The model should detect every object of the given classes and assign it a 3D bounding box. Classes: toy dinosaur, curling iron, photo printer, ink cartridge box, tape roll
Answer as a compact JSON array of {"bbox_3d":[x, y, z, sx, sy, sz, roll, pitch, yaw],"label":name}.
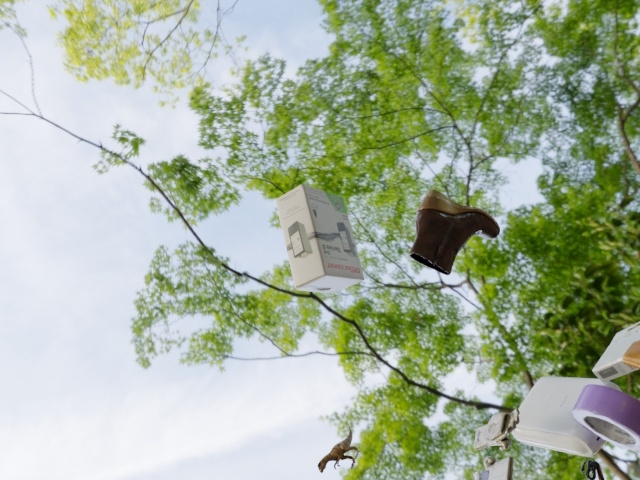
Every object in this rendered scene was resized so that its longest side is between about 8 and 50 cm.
[{"bbox_3d":[0.076,0.671,1.647,0.212,0.112,0.064,-28,-47,-46],"label":"toy dinosaur"},{"bbox_3d":[0.946,0.875,1.703,0.068,0.273,0.035,-17,-31,12],"label":"curling iron"},{"bbox_3d":[0.790,0.550,1.617,0.256,0.308,0.107,-42,-82,-26],"label":"photo printer"},{"bbox_3d":[0.959,0.324,1.554,0.233,0.189,0.066,-25,-109,-37],"label":"ink cartridge box"},{"bbox_3d":[0.768,0.463,1.328,0.189,0.189,0.080,45,-112,-22],"label":"tape roll"},{"bbox_3d":[0.000,0.000,1.443,0.199,0.115,0.272,11,-122,-52],"label":"ink cartridge box"}]

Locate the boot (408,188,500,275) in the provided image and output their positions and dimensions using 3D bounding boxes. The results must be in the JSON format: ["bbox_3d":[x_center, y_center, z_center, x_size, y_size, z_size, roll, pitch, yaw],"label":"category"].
[{"bbox_3d":[0.346,0.001,1.315,0.249,0.090,0.206,25,-116,-15],"label":"boot"}]

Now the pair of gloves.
[{"bbox_3d":[0.496,0.608,1.442,0.042,0.240,0.204,25,-46,1],"label":"pair of gloves"}]

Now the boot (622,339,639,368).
[{"bbox_3d":[0.853,0.327,1.270,0.295,0.211,0.104,-21,-80,-27],"label":"boot"}]
